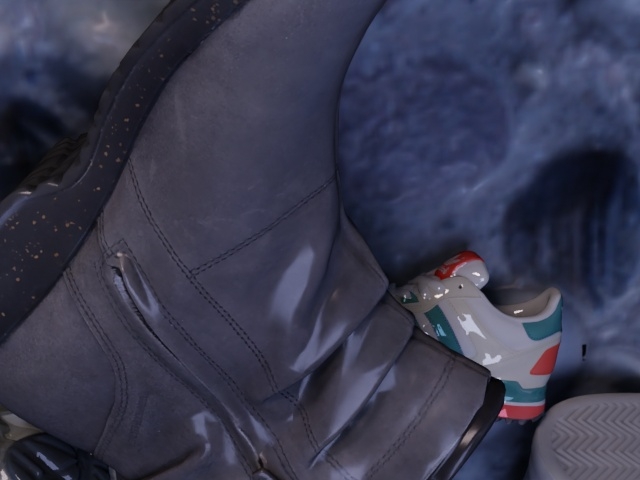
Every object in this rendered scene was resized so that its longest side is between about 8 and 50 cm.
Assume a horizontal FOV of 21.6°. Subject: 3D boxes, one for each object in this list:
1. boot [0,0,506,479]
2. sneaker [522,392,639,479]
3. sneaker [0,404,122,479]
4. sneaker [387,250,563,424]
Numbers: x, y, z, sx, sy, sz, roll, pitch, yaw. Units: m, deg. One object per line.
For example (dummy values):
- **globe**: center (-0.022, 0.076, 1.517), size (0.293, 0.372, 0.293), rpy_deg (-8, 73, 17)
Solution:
- **boot**: center (0.000, 0.000, 0.699), size (0.222, 0.118, 0.338), rpy_deg (41, 122, -7)
- **sneaker**: center (0.234, 0.167, 0.889), size (0.292, 0.108, 0.169), rpy_deg (5, 130, -9)
- **sneaker**: center (-0.166, 0.117, 0.808), size (0.283, 0.110, 0.122), rpy_deg (35, 130, -23)
- **sneaker**: center (0.042, 0.035, 0.803), size (0.161, 0.057, 0.075), rpy_deg (14, 102, -14)
